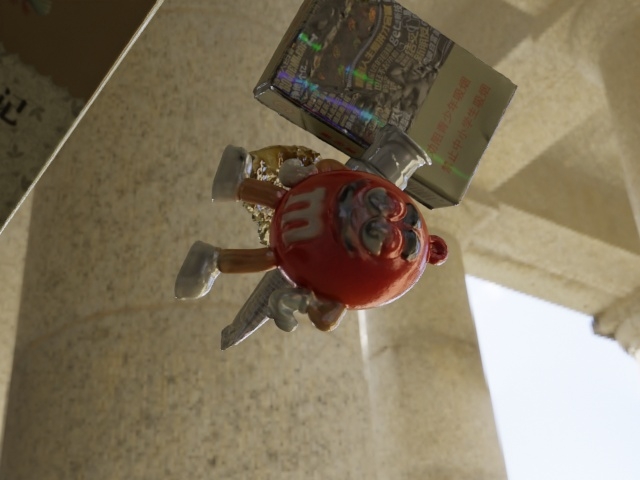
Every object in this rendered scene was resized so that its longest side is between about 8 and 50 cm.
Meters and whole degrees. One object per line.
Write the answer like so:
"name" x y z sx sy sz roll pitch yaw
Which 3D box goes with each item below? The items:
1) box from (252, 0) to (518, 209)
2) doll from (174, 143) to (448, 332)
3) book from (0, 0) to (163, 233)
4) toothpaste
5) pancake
"box" 0.090 -0.199 1.353 0.310 0.198 0.084 31 -12 -17
"doll" 0.000 0.000 0.865 0.217 0.183 0.085 12 -29 7
"book" -0.260 -0.160 0.741 0.217 0.021 0.310 35 -86 -6
"toothpaste" -0.004 0.003 1.098 0.073 0.114 0.299 42 -88 -10
"pancake" -0.048 -0.013 1.388 0.057 0.244 0.266 23 15 32
